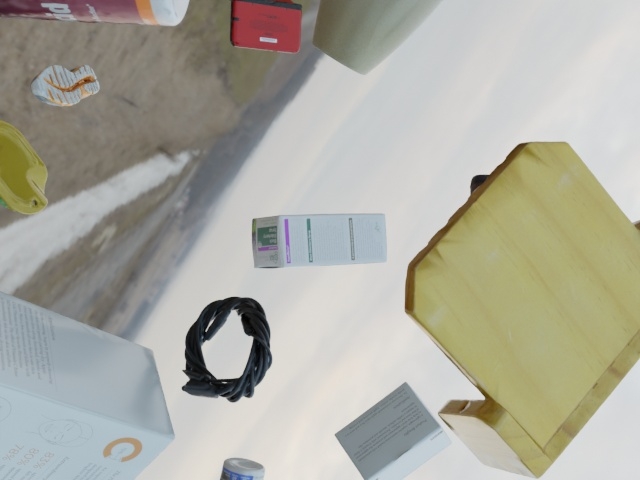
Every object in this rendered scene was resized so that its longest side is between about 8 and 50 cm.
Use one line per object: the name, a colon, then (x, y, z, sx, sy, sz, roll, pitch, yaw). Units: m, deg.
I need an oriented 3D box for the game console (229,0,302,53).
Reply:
game console: (-0.112, -0.389, 1.629, 0.085, 0.144, 0.124, 10, -80, 51)

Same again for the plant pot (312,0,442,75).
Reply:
plant pot: (0.105, -0.478, 1.871, 0.274, 0.257, 0.256, -58, -175, 15)

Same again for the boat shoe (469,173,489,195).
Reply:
boat shoe: (0.427, -0.084, 1.841, 0.103, 0.286, 0.092, 108, -17, -62)

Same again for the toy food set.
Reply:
toy food set: (-0.563, -0.135, 1.633, 0.071, 0.217, 0.128, -18, -155, 30)

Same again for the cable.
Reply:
cable: (-0.123, 0.150, 1.321, 0.185, 0.047, 0.150, -8, -121, 46)

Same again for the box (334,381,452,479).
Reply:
box: (0.149, 0.396, 1.885, 0.181, 0.119, 0.182, -36, 154, -1)

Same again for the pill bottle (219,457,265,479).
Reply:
pill bottle: (-0.149, 0.467, 1.693, 0.078, 0.078, 0.137, -155, -103, -84)

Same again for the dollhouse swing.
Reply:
dollhouse swing: (0.262, 0.081, 1.262, 0.347, 0.305, 0.315, -47, 180, -12)

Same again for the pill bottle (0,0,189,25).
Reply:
pill bottle: (-0.400, -0.439, 1.402, 0.224, 0.393, 0.223, 4, 90, -88)

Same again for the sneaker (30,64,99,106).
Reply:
sneaker: (-0.531, -0.307, 1.918, 0.083, 0.084, 0.215, -16, -174, 17)

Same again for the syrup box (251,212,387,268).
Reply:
syrup box: (0.000, 0.000, 1.704, 0.093, 0.237, 0.096, -6, -94, 54)

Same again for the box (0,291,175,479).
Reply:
box: (-0.396, 0.210, 1.198, 0.215, 0.345, 0.168, -44, -138, 18)
